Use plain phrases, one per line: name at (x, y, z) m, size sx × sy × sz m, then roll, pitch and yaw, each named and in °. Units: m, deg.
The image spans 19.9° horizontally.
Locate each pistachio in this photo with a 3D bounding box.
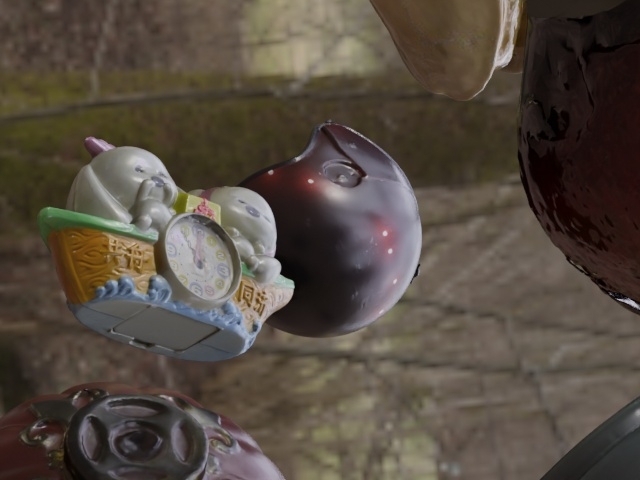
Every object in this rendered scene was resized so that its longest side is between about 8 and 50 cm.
pistachio at (0.146, -0.327, 2.114) m, size 0.238 × 0.229 × 0.321 m, roll 11°, pitch -56°, yaw 63°

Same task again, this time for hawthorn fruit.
hawthorn fruit at (0.261, -0.087, 1.192) m, size 0.316 × 0.316 × 0.315 m, roll -5°, pitch 90°, yaw -89°

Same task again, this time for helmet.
helmet at (0.000, 0.000, 1.814) m, size 0.189 × 0.216 × 0.193 m, roll -64°, pitch -147°, yaw 35°

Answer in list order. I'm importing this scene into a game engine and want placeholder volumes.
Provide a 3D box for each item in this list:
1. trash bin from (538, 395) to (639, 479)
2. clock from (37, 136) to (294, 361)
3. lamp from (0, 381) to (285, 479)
trash bin at (0.198, 0.183, 1.117) m, size 0.101 × 0.177 × 0.236 m, roll 47°, pitch -18°, yaw 22°
clock at (-0.110, 0.007, 1.362) m, size 0.231 × 0.103 × 0.144 m, roll 23°, pitch 54°, yaw -37°
lamp at (-0.165, 0.254, 1.509) m, size 0.303 × 0.303 × 0.257 m, roll -93°, pitch -168°, yaw -53°
